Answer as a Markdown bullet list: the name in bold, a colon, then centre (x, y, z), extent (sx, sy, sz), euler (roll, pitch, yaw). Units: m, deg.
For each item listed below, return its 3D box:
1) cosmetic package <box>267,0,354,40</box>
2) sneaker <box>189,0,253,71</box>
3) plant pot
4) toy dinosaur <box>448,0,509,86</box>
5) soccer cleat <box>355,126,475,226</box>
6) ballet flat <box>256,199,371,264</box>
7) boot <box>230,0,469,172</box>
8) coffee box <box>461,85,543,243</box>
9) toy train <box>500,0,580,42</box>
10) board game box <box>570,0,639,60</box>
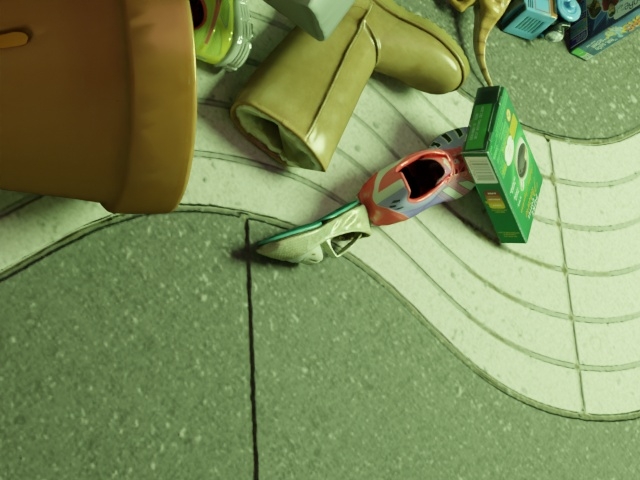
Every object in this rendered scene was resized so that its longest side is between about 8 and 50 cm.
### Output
- **cosmetic package**: centre (-0.069, -0.455, 1.311), extent (0.393, 0.327, 0.329), euler (35, 94, 1)
- **sneaker**: centre (-0.136, -0.300, 1.505), extent (0.094, 0.081, 0.209), euler (3, 69, -33)
- **plant pot**: centre (-0.253, -0.162, 1.251), extent (0.203, 0.291, 0.291), euler (-5, 73, -19)
- **toy dinosaur**: centre (0.225, -0.315, 1.775), extent (0.112, 0.064, 0.212), euler (23, 86, 13)
- **soccer cleat**: centre (0.147, -0.087, 1.609), extent (0.248, 0.095, 0.083), euler (-27, 88, -40)
- **ballet flat**: centre (0.000, 0.000, 1.492), extent (0.168, 0.057, 0.052), euler (-24, 95, -40)
- **boot**: centre (0.040, -0.179, 1.584), extent (0.236, 0.089, 0.270), euler (33, 54, -8)
- **coffee box**: centre (0.231, -0.092, 1.654), extent (0.184, 0.040, 0.113), euler (57, 41, -45)
- **toy train**: centre (0.310, -0.369, 1.866), extent (0.105, 0.080, 0.184), euler (14, 63, -25)
- **board game box**: centre (0.437, -0.362, 1.873), extent (0.035, 0.201, 0.136), euler (20, 60, -28)
